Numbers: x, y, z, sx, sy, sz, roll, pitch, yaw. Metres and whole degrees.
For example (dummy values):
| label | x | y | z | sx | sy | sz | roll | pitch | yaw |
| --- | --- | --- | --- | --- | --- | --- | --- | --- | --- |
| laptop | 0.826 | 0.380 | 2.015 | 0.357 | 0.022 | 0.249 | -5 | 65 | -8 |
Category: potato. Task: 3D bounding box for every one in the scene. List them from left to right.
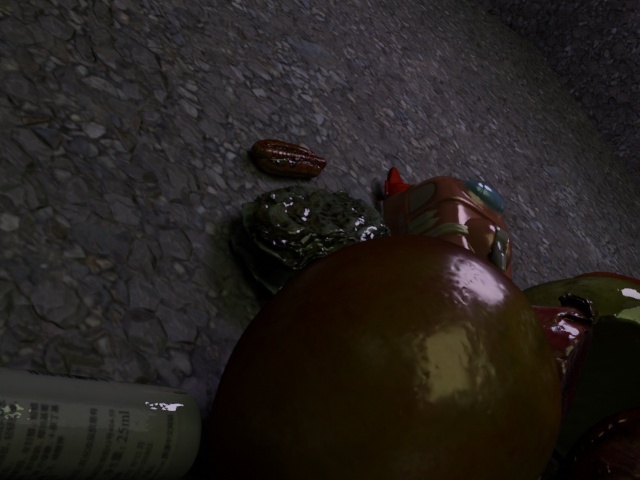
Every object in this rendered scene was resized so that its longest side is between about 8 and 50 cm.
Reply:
| label | x | y | z | sx | sy | sz | roll | pitch | yaw |
| --- | --- | --- | --- | --- | --- | --- | --- | --- | --- |
| potato | 0.409 | 0.151 | 1.079 | 0.330 | 0.280 | 0.212 | 41 | 38 | -14 |

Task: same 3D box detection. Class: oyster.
| label | x | y | z | sx | sy | sz | roll | pitch | yaw |
| --- | --- | --- | --- | --- | --- | --- | --- | --- | --- |
| oyster | 0.000 | 0.000 | 0.966 | 0.198 | 0.112 | 0.268 | 38 | 32 | 29 |

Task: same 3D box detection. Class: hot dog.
| label | x | y | z | sx | sy | sz | roll | pitch | yaw |
| --- | --- | --- | --- | --- | --- | --- | --- | --- | --- |
| hot dog | -0.044 | -0.124 | 1.104 | 0.144 | 0.038 | 0.062 | 4 | 50 | -50 |

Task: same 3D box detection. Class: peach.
| label | x | y | z | sx | sy | sz | roll | pitch | yaw |
| --- | --- | --- | --- | --- | --- | --- | --- | --- | --- |
| peach | 0.052 | 0.149 | 0.664 | 0.332 | 0.308 | 0.307 | -29 | 75 | -27 |

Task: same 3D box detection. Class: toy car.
| label | x | y | z | sx | sy | sz | roll | pitch | yaw |
| --- | --- | --- | --- | --- | --- | --- | --- | --- | --- |
| toy car | 0.175 | 0.021 | 1.034 | 0.181 | 0.212 | 0.270 | 33 | 33 | -21 |

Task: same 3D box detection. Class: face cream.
| label | x | y | z | sx | sy | sz | roll | pitch | yaw |
| --- | --- | --- | --- | --- | --- | --- | --- | --- | --- |
| face cream | -0.219 | 0.136 | 0.537 | 0.269 | 0.082 | 0.082 | 19 | 40 | -40 |

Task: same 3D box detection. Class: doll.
| label | x | y | z | sx | sy | sz | roll | pitch | yaw |
| --- | --- | --- | --- | --- | --- | --- | --- | --- | --- |
| doll | 0.139 | -0.060 | 1.238 | 0.109 | 0.057 | 0.169 | 42 | 30 | -2 |

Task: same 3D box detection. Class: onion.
| label | x | y | z | sx | sy | sz | roll | pitch | yaw |
| --- | --- | --- | --- | --- | --- | --- | --- | --- | --- |
| onion | 0.429 | 0.347 | 0.912 | 0.276 | 0.276 | 0.276 | 32 | 33 | -24 |

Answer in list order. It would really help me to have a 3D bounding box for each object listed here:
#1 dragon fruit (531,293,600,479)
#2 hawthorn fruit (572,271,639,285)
| label | x | y | z | sx | sy | sz | roll | pitch | yaw |
| --- | --- | --- | --- | --- | --- | --- | --- | --- | --- |
| dragon fruit | 0.229 | 0.184 | 0.893 | 0.147 | 0.282 | 0.211 | 22 | -2 | 27 |
| hawthorn fruit | 0.537 | 0.160 | 1.281 | 0.224 | 0.261 | 0.224 | 14 | 72 | -50 |
